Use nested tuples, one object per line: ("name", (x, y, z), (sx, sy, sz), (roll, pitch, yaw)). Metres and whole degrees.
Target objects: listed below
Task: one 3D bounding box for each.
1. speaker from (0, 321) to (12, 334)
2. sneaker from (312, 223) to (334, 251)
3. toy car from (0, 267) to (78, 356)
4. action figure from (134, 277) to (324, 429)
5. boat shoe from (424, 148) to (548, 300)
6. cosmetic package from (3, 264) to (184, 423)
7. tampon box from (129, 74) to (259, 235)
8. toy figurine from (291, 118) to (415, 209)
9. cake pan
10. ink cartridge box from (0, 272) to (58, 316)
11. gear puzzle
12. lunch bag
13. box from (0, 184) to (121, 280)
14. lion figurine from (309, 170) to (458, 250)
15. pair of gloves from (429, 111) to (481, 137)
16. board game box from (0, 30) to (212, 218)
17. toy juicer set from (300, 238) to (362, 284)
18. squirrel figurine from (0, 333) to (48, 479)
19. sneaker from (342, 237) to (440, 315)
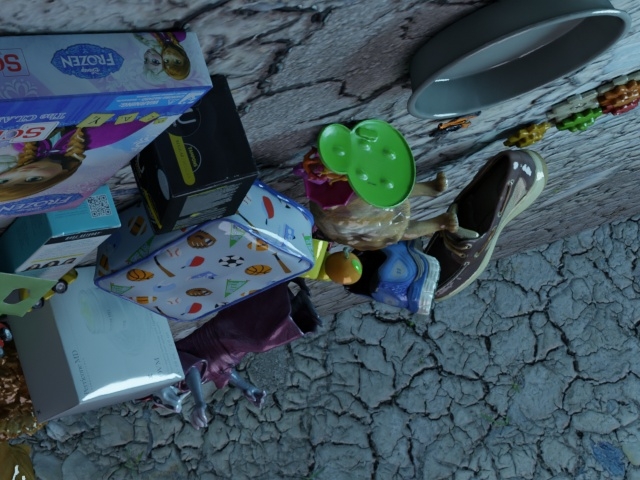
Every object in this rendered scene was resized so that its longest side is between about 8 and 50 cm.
("speaker", (-0.636, 0.199, 2.059), (0.136, 0.055, 0.055), (-22, 169, 14))
("sneaker", (0.000, 0.000, 2.182), (0.047, 0.057, 0.119), (-18, 171, -17))
("toy car", (-0.511, 0.112, 1.712), (0.225, 0.053, 0.239), (-6, -146, 44))
("action figure", (-0.184, 0.178, 1.989), (0.370, 0.275, 0.248), (-31, 170, 3))
("boat shoe", (0.259, -0.028, 1.979), (0.123, 0.123, 0.342), (3, 134, -48))
("cosmetic package", (-0.380, 0.164, 1.868), (0.225, 0.224, 0.138), (-9, 166, -46))
("tampon box", (-0.148, -0.091, 1.243), (0.101, 0.120, 0.161), (-17, 169, -19))
("toy figurine", (0.021, -0.099, 1.606), (0.173, 0.130, 0.159), (15, 160, -34))
("cake pan", (0.238, -0.236, 1.385), (0.293, 0.054, 0.293), (-19, 170, -4))
("ink cartridge box", (-0.497, 0.084, 1.501), (0.235, 0.056, 0.171), (14, 153, -28))
("gear puzzle", (0.476, -0.224, 1.911), (0.339, 0.044, 0.175), (-21, 170, 12))
("lunch bag", (-0.169, 0.016, 1.618), (0.303, 0.114, 0.243), (-23, 148, 32))
("box", (-0.368, 0.002, 1.497), (0.101, 0.060, 0.244), (-11, 167, -38))
("lion figurine", (0.084, -0.044, 1.891), (0.240, 0.142, 0.392), (-10, 173, -8))
("pair of gloves", (0.210, -0.182, 1.737), (0.074, 0.010, 0.083), (-18, 173, -16))
("board game box", (-0.317, -0.095, 1.063), (0.319, 0.065, 0.318), (-11, 167, -39))
("toy juicer set", (-0.071, 0.010, 1.834), (0.329, 0.089, 0.209), (7, 177, 43))
("squirrel figurine", (-0.597, 0.327, 1.916), (0.397, 0.370, 0.281), (-44, -147, 0))
("sneaker", (0.109, 0.037, 2.018), (0.147, 0.129, 0.330), (12, -171, -11))
